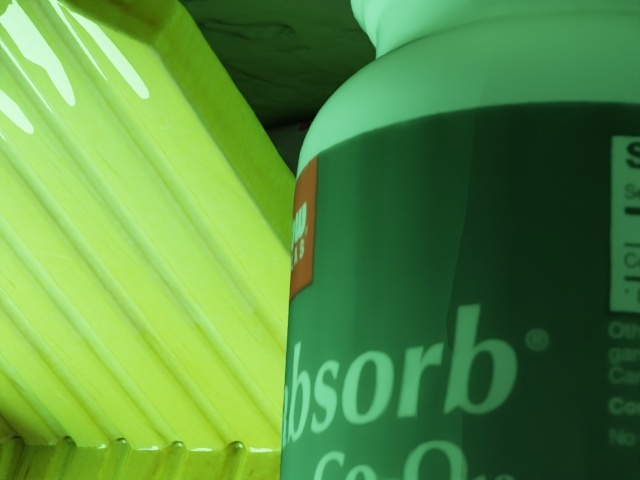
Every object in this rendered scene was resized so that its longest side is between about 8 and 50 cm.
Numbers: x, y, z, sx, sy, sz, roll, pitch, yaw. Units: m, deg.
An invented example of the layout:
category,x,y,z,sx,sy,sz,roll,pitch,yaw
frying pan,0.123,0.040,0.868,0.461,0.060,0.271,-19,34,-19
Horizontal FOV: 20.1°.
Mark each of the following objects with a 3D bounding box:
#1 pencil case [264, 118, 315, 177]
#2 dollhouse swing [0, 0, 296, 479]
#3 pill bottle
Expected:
category,x,y,z,sx,sy,sz,roll,pitch,yaw
pencil case,0.000,0.000,0.897,0.284,0.124,0.124,-12,158,38
dollhouse swing,-0.150,0.094,0.789,0.347,0.315,0.305,-2,151,35
pill bottle,0.091,0.048,0.632,0.210,0.363,0.210,2,163,1
